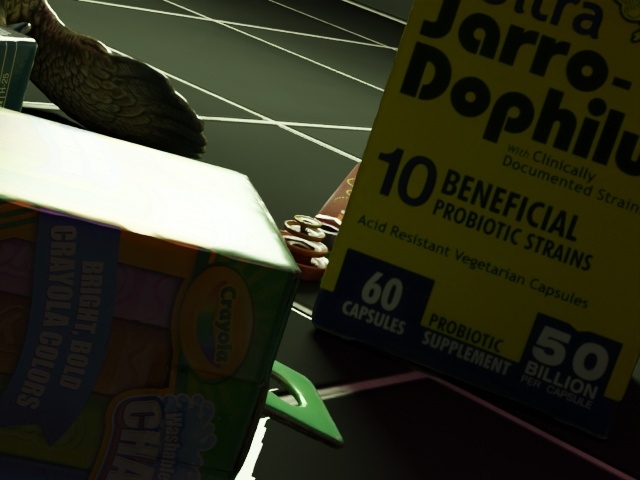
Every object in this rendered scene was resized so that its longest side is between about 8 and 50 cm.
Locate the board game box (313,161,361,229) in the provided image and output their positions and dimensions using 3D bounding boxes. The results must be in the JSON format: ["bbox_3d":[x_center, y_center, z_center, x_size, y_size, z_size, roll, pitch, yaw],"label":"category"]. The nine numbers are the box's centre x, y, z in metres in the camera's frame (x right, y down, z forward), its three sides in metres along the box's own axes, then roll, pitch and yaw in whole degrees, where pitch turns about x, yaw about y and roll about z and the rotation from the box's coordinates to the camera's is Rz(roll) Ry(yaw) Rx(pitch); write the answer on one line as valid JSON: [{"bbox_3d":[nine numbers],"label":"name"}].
[{"bbox_3d":[0.079,-0.011,1.249,0.145,0.027,0.281,18,13,4],"label":"board game box"}]

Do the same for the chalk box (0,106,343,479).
[{"bbox_3d":[-0.090,0.035,0.606,0.213,0.132,0.132,14,14,-18],"label":"chalk box"}]

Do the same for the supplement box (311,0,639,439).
[{"bbox_3d":[0.155,-0.093,0.961,0.194,0.356,0.195,20,13,11],"label":"supplement box"}]

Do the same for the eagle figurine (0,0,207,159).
[{"bbox_3d":[-0.240,-0.164,1.204,0.226,0.225,0.298,-22,56,-1],"label":"eagle figurine"}]

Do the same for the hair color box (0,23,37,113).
[{"bbox_3d":[-0.336,-0.098,0.881,0.174,0.105,0.347,22,15,20],"label":"hair color box"}]

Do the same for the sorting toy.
[{"bbox_3d":[0.000,0.000,1.064,0.061,0.042,0.102,21,13,13],"label":"sorting toy"}]
